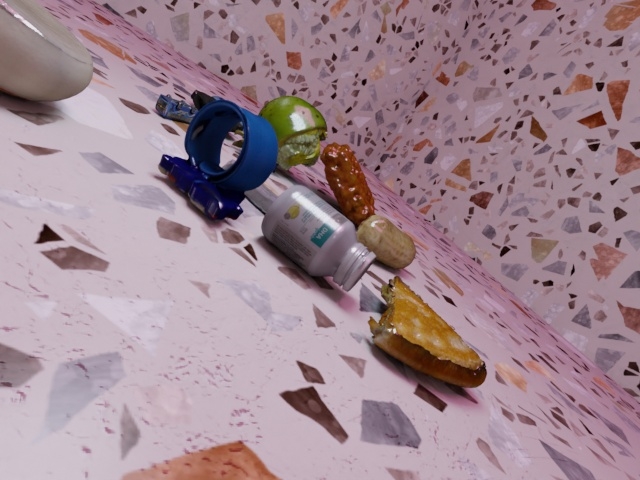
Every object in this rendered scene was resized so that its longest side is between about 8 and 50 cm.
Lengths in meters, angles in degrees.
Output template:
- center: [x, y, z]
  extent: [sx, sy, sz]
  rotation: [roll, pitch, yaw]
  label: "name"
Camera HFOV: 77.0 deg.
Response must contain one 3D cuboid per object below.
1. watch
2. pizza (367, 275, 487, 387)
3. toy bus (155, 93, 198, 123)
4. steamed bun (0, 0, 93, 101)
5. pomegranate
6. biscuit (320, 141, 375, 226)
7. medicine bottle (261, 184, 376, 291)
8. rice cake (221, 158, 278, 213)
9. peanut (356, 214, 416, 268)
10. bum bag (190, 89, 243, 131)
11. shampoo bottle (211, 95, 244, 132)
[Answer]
- center: [-0.183, -0.164, 0.793]
  extent: [0.196, 0.200, 0.171]
  rotation: [37, 13, 16]
  label: "watch"
- center: [0.167, 0.167, 0.779]
  extent: [0.251, 0.074, 0.287]
  rotation: [18, 23, -46]
  label: "pizza"
- center: [-0.414, -0.380, 1.172]
  extent: [0.051, 0.061, 0.153]
  rotation: [36, 15, 8]
  label: "toy bus"
- center: [-0.515, -0.323, 0.670]
  extent: [0.232, 0.145, 0.232]
  rotation: [45, 7, -7]
  label: "steamed bun"
- center: [-0.132, -0.357, 1.369]
  extent: [0.341, 0.260, 0.260]
  rotation: [-18, 49, -35]
  label: "pomegranate"
- center: [0.105, -0.200, 1.448]
  extent: [0.312, 0.111, 0.318]
  rotation: [-69, 136, -71]
  label: "biscuit"
- center: [0.000, 0.000, 0.802]
  extent: [0.215, 0.135, 0.135]
  rotation: [39, 17, 12]
  label: "medicine bottle"
- center: [-0.139, -0.107, 0.970]
  extent: [0.270, 0.055, 0.049]
  rotation: [39, 12, 18]
  label: "rice cake"
- center: [0.201, 0.009, 1.199]
  extent: [0.253, 0.122, 0.137]
  rotation: [28, 10, -30]
  label: "peanut"
- center: [-0.373, -0.451, 1.430]
  extent: [0.142, 0.079, 0.326]
  rotation: [30, 12, -43]
  label: "bum bag"
- center: [-0.339, -0.488, 1.616]
  extent: [0.258, 0.061, 0.104]
  rotation: [43, 18, 22]
  label: "shampoo bottle"
